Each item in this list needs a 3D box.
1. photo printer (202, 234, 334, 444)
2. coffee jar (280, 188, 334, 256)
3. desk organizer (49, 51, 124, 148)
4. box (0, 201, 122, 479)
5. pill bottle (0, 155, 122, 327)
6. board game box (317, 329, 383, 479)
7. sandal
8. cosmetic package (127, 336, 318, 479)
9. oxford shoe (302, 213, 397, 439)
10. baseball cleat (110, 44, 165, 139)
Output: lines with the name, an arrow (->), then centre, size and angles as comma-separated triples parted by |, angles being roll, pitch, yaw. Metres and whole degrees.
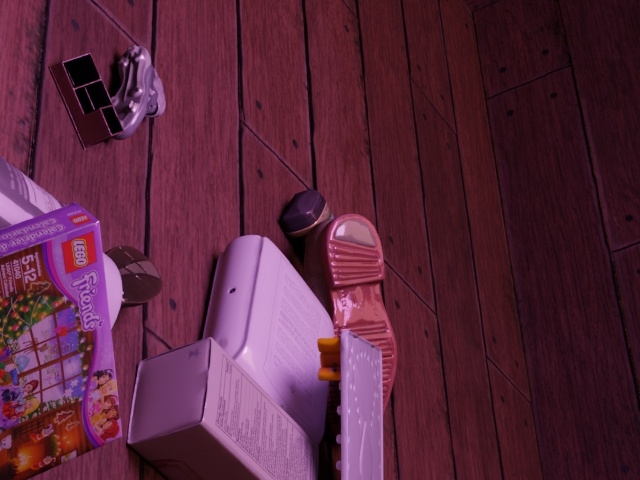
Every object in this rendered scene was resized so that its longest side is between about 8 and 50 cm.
photo printer -> -0.081, 0.179, 2.321 | 0.256, 0.107, 0.307 | 53, 28, -34
coffee jar -> 0.000, 0.000, 2.700 | 0.184, 0.079, 0.096 | 59, 31, -24
desk organizer -> -0.339, -0.204, 2.146 | 0.130, 0.050, 0.047 | 67, 22, -4
box -> -0.322, 0.123, 1.579 | 0.201, 0.057, 0.293 | -23, 128, -30
pill bottle -> -0.394, 0.004, 1.635 | 0.361, 0.204, 0.204 | 44, 33, -46
board game box -> 0.049, 0.349, 2.294 | 0.390, 0.050, 0.389 | 42, 48, -77
sandal -> -0.298, 0.073, 1.997 | 0.090, 0.060, 0.219 | 60, 38, -7
cosmetic package -> -0.131, 0.289, 2.084 | 0.296, 0.129, 0.153 | 51, 30, -38
oxford shoe -> 0.039, 0.156, 2.580 | 0.141, 0.146, 0.396 | 3, 86, -29
baseball cleat -> -0.276, -0.210, 2.270 | 0.206, 0.072, 0.109 | -83, 152, -42
